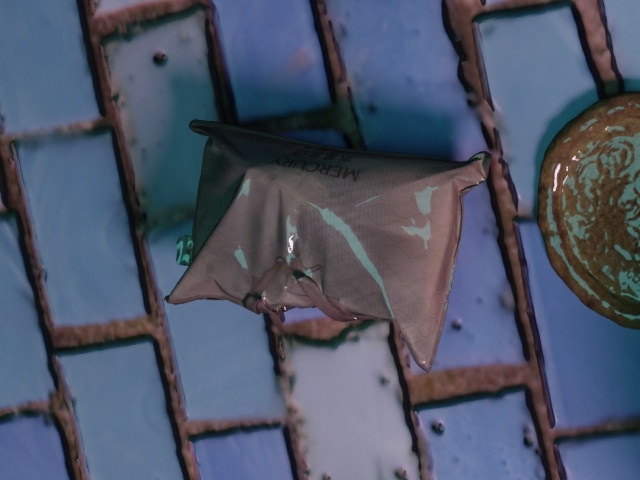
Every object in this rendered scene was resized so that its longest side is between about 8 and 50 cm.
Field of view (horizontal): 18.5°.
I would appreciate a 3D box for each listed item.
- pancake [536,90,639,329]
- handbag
[{"bbox_3d":[0.260,-0.020,1.546,0.199,0.021,0.199,5,101,23],"label":"pancake"},{"bbox_3d":[0.000,0.000,1.610,0.270,0.117,0.182,9,89,22],"label":"handbag"}]
